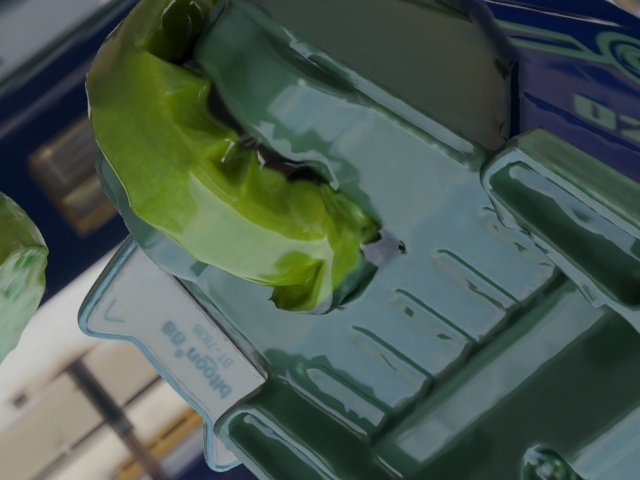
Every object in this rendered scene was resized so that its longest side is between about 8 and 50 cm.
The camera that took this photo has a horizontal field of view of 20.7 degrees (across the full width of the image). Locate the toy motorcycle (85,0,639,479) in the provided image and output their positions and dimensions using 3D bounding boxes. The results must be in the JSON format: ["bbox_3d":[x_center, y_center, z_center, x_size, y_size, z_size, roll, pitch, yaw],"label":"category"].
[{"bbox_3d":[0.088,0.021,0.520,0.191,0.326,0.200,-44,-173,35],"label":"toy motorcycle"}]

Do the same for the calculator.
[{"bbox_3d":[0.000,0.000,1.454,0.386,0.256,0.054,-40,-153,0],"label":"calculator"}]

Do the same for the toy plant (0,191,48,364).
[{"bbox_3d":[-0.367,-0.016,1.264,0.184,0.316,0.224,-59,168,19],"label":"toy plant"}]
